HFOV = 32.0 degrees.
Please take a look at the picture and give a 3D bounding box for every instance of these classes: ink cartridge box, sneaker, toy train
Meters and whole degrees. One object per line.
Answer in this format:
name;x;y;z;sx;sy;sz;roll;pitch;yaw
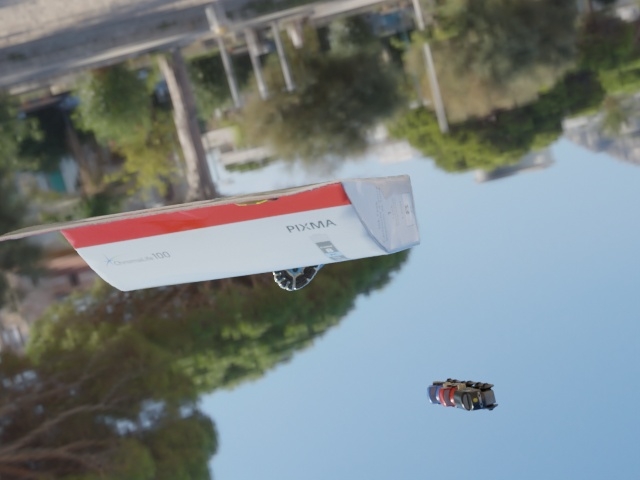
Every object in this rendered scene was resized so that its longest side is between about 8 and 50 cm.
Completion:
ink cartridge box;-0.095;0.002;1.114;0.308;0.091;0.385;-8;-177;20
sneaker;0.000;0.000;1.486;0.162;0.063;0.073;-39;-177;-5
toy train;0.133;0.151;1.081;0.036;0.027;0.158;-12;177;-9
